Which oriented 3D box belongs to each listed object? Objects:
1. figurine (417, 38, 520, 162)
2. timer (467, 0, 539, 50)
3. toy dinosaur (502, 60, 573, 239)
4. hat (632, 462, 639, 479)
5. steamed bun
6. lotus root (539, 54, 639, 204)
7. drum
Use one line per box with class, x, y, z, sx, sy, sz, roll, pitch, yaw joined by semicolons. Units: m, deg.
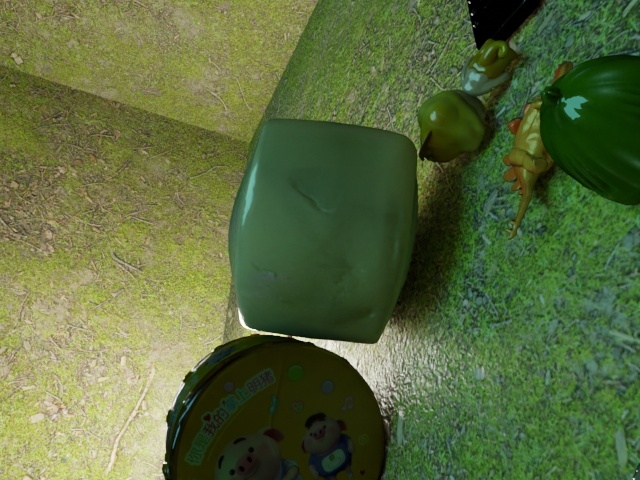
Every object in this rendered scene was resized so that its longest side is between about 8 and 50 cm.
figurine;0.265;-0.250;0.963;0.156;0.131;0.246;39;108;32
timer;0.346;-0.465;0.984;0.144;0.055;0.187;132;143;-56
toy dinosaur;0.321;-0.135;0.790;0.117;0.071;0.288;-165;94;-81
hat;0.328;0.262;0.398;0.245;0.149;0.214;16;91;60
steamed bun;0.000;0.000;1.033;0.290;0.372;0.455;-93;9;-68
lotus root;0.331;-0.150;0.618;0.186;0.186;0.186;-165;90;-71
drum;-0.094;0.399;1.038;0.214;0.432;0.430;166;117;-69
